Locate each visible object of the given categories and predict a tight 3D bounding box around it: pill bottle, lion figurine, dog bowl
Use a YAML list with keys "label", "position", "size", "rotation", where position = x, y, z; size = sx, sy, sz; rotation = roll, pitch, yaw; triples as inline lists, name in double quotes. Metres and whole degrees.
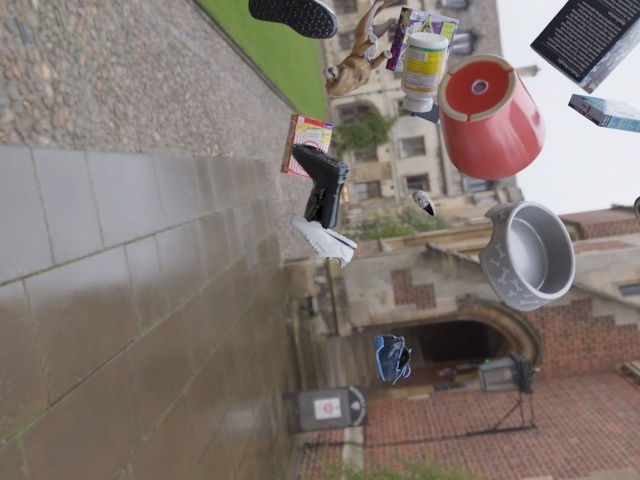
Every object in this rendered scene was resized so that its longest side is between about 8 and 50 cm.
- label: "pill bottle"
  position: [0.297, -0.487, 1.770]
  size: [0.117, 0.118, 0.208]
  rotation: [-90, -176, -58]
- label: "lion figurine"
  position: [0.153, -0.675, 2.113]
  size: [0.240, 0.142, 0.392]
  rotation: [-27, -149, 53]
- label: "dog bowl"
  position: [0.639, 0.037, 1.857]
  size: [0.102, 0.349, 0.348]
  rotation: [-26, -114, 55]

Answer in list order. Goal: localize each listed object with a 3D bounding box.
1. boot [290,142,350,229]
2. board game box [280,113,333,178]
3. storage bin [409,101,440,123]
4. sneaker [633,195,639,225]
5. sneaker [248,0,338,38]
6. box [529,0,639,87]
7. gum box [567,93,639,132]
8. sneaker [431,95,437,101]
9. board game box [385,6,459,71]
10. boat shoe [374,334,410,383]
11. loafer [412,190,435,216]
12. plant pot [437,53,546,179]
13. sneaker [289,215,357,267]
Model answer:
- label: "boot"
  position: [-0.023, -0.165, 1.836]
  size: [0.246, 0.094, 0.207]
  rotation: [34, -61, 39]
- label: "board game box"
  position: [-0.045, -0.303, 1.993]
  size: [0.045, 0.147, 0.193]
  rotation: [17, -83, 52]
- label: "storage bin"
  position: [0.354, -0.423, 1.953]
  size: [0.098, 0.091, 0.135]
  rotation: [-64, 173, 15]
- label: "sneaker"
  position: [1.083, -0.071, 1.956]
  size: [0.131, 0.112, 0.319]
  rotation: [52, 28, -33]
- label: "sneaker"
  position: [-0.055, -0.531, 1.398]
  size: [0.097, 0.235, 0.084]
  rotation: [-41, 152, -55]
- label: "box"
  position: [0.914, -0.701, 1.953]
  size: [0.212, 0.395, 0.294]
  rotation: [48, 27, 18]
- label: "gum box"
  position: [0.817, -0.356, 1.704]
  size: [0.157, 0.185, 0.041]
  rotation: [-110, -151, -54]
- label: "sneaker"
  position: [0.452, -0.533, 2.059]
  size: [0.094, 0.235, 0.153]
  rotation: [-50, 158, -20]
- label: "board game box"
  position: [0.364, -0.695, 2.146]
  size: [0.347, 0.056, 0.208]
  rotation: [-15, 122, -51]
- label: "boat shoe"
  position: [0.202, 0.327, 1.646]
  size: [0.258, 0.089, 0.108]
  rotation: [64, 20, -66]
- label: "loafer"
  position: [0.337, -0.117, 1.954]
  size: [0.125, 0.045, 0.039]
  rotation: [34, 32, -48]
- label: "plant pot"
  position: [0.427, -0.328, 1.565]
  size: [0.243, 0.275, 0.274]
  rotation: [42, 37, -56]
- label: "sneaker"
  position: [0.000, 0.000, 1.925]
  size: [0.094, 0.235, 0.090]
  rotation: [-61, -170, 2]
